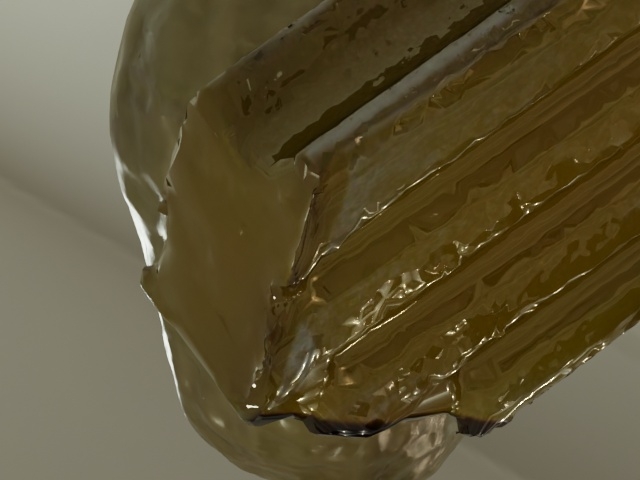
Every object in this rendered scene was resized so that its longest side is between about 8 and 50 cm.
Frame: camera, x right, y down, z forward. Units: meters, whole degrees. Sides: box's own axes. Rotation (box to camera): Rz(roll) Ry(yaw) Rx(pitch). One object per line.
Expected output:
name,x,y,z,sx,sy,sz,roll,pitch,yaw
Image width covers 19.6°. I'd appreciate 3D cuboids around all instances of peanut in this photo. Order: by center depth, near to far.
peanut,-0.002,0.004,0.791,0.158,0.340,0.174,-5,-137,-2

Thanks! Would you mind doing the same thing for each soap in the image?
soap,0.066,-0.031,0.610,0.257,0.160,0.080,-34,-134,-8
